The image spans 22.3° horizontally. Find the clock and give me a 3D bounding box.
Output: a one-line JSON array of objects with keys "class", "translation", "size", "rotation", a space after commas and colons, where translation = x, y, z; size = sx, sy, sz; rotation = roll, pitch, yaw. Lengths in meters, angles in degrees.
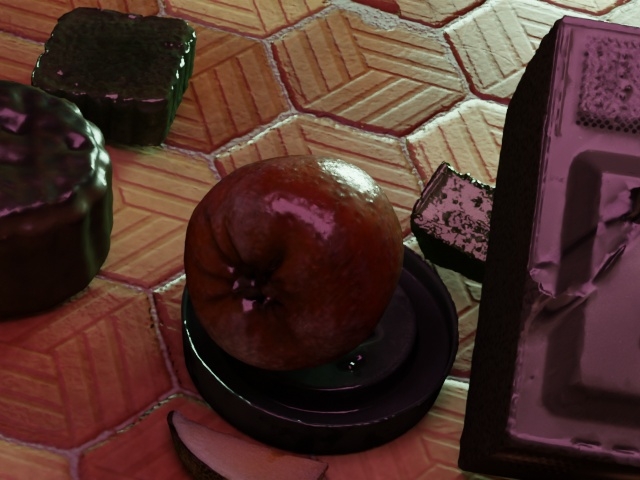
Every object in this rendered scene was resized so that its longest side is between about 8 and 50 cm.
[{"class": "clock", "translation": [-0.002, 0.104, 1.854], "size": [0.319, 0.066, 0.319], "rotation": [5, 45, -5]}]

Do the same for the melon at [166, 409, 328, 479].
[{"class": "melon", "translation": [-0.090, 0.238, 1.720], "size": [0.182, 0.054, 0.098], "rotation": [19, 40, 7]}]

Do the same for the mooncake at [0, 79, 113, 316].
[{"class": "mooncake", "translation": [-0.380, -0.062, 1.882], "size": [0.290, 0.161, 0.290], "rotation": [6, 45, -6]}]

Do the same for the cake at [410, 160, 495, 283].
[{"class": "cake", "translation": [0.225, 0.012, 1.940], "size": [0.235, 0.099, 0.100], "rotation": [29, 72, 18]}]

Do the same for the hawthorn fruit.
[{"class": "hawthorn fruit", "translation": [-0.022, 0.004, 1.733], "size": [0.231, 0.235, 0.263], "rotation": [32, 60, -17]}]

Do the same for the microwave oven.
[{"class": "microwave oven", "translation": [0.306, 0.032, 1.678], "size": [0.236, 0.374, 0.432], "rotation": [9, 77, -2]}]

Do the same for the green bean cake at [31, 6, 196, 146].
[{"class": "green bean cake", "translation": [-0.266, -0.213, 2.092], "size": [0.185, 0.094, 0.183], "rotation": [12, 46, 2]}]
